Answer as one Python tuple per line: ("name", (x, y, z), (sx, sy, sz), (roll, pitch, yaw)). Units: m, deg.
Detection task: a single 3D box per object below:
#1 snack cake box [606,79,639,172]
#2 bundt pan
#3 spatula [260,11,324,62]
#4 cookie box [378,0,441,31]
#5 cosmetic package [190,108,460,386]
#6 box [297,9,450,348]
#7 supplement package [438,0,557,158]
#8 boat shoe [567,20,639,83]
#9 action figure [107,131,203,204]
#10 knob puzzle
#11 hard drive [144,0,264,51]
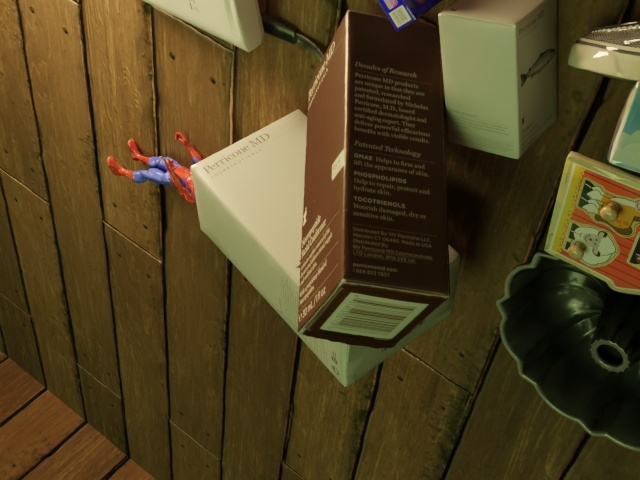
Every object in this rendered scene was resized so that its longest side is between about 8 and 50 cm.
("snack cake box", (0.428, -0.080, 0.936), (0.264, 0.152, 0.089), (19, 103, 13))
("bundt pan", (0.404, 0.115, 1.239), (0.331, 0.124, 0.330), (27, 140, 26))
("spatula", (-0.023, -0.286, 1.397), (0.296, 0.030, 0.084), (33, 144, 21))
("cookie box", (0.112, -0.322, 1.152), (0.091, 0.107, 0.040), (56, 146, -10))
("cosmetic package", (0.000, 0.000, 1.404), (0.385, 0.217, 0.156), (44, 154, 29))
("box", (0.064, -0.077, 1.199), (0.143, 0.381, 0.191), (10, 153, -14))
("supplement package", (0.219, -0.209, 1.147), (0.105, 0.105, 0.179), (20, 137, 35))
("boat shoe", (0.404, -0.226, 0.947), (0.341, 0.127, 0.158), (23, 105, 53))
("action figure", (-0.294, -0.151, 1.761), (0.280, 0.091, 0.139), (21, 146, 33))
("knob puzzle", (0.346, 0.005, 1.043), (0.213, 0.030, 0.213), (28, 148, 20))
("hard drive", (-0.236, -0.441, 1.411), (0.353, 0.047, 0.233), (31, 150, 33))
